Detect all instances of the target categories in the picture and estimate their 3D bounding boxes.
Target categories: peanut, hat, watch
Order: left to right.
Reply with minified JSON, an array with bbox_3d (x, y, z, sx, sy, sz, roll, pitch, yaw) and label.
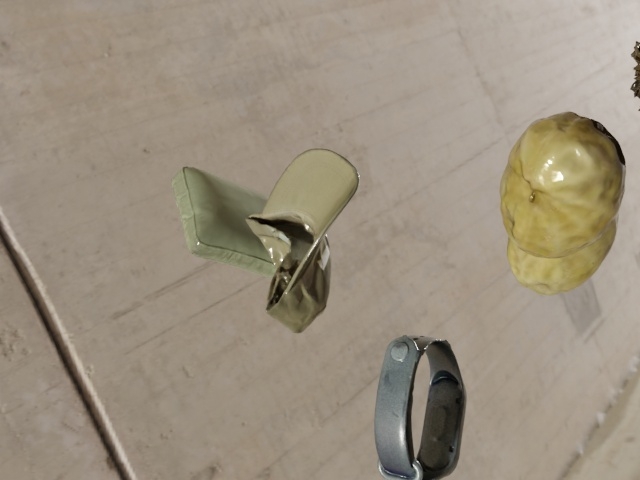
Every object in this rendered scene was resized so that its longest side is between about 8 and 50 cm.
[{"bbox_3d":[0.000,0.000,0.871,0.144,0.173,0.166,44,-159,-42],"label":"hat"},{"bbox_3d":[0.140,0.240,1.042,0.193,0.068,0.206,42,-123,-45],"label":"watch"},{"bbox_3d":[0.202,-0.024,0.629,0.229,0.103,0.098,52,-161,-61],"label":"peanut"}]

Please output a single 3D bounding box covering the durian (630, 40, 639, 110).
[{"bbox_3d":[0.409,-0.166,0.732,0.196,0.196,0.167,-33,-86,-48],"label":"durian"}]

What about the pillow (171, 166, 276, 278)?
[{"bbox_3d":[-0.167,-0.028,1.636,0.322,0.120,0.255,20,-146,-39],"label":"pillow"}]
